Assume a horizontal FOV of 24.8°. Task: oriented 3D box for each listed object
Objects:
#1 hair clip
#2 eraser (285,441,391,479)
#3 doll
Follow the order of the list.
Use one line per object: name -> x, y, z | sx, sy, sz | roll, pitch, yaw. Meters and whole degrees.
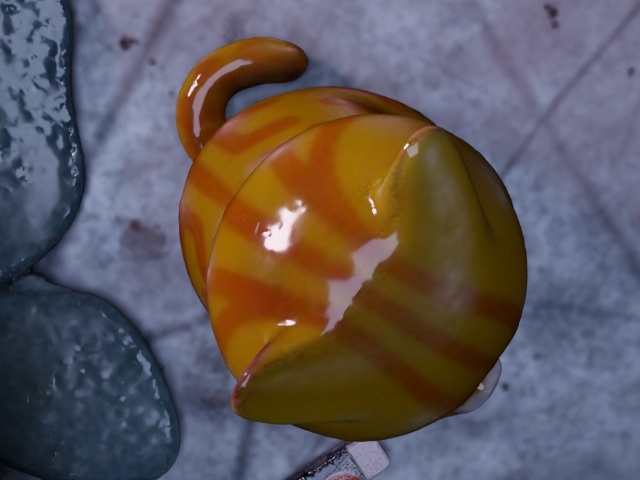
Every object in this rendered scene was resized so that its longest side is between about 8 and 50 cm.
hair clip -> -0.259, 0.069, 0.727 | 0.392, 0.238, 0.318 | -27, 98, 3
eraser -> -0.006, 0.145, 0.841 | 0.099, 0.019, 0.027 | -33, 96, 3
doll -> 0.012, 0.005, 0.717 | 0.162, 0.269, 0.166 | 24, 95, -20
